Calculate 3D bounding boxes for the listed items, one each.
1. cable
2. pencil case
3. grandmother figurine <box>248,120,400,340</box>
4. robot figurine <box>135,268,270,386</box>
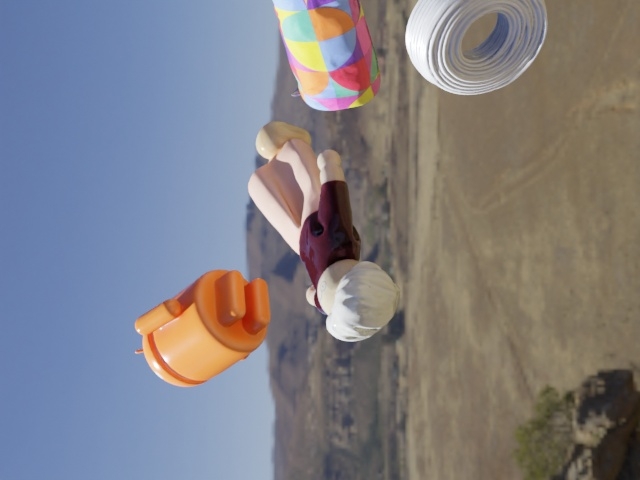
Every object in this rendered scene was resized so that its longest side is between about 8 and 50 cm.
[{"bbox_3d":[0.287,-0.382,1.789,0.257,0.257,0.089,51,-173,-46],"label":"cable"},{"bbox_3d":[-0.003,-0.240,1.012,0.236,0.104,0.104,71,-165,-50],"label":"pencil case"},{"bbox_3d":[0.000,0.000,1.157,0.342,0.104,0.208,-120,18,-53],"label":"grandmother figurine"},{"bbox_3d":[-0.159,0.124,1.356,0.128,0.219,0.158,57,-144,3],"label":"robot figurine"}]
